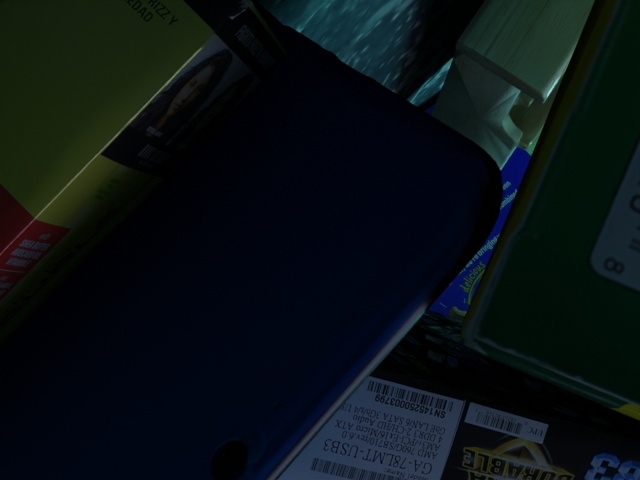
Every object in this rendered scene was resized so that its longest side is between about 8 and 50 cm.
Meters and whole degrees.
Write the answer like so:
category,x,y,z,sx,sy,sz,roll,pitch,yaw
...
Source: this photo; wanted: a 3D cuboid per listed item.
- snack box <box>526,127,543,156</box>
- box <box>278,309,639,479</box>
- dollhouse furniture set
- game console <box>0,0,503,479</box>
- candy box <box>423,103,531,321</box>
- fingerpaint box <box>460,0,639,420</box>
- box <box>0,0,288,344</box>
category,x,y,z,sx,sy,sz,roll,pitch,yaw
snack box,0.226,-0.094,1.251,0.322,0.187,0.060,-43,173,-9
box,0.074,0.089,0.683,0.073,0.293,0.295,-70,-161,4
dollhouse furniture set,0.292,-0.061,0.892,0.362,0.394,0.256,-55,174,-10
game console,-0.067,0.065,0.497,0.293,0.173,0.250,-48,162,0
candy box,0.134,0.056,1.067,0.268,0.317,0.122,-36,171,-40
fingerpaint box,0.212,-0.136,0.472,0.371,0.163,0.445,33,80,-82
box,-0.115,-0.004,0.398,0.232,0.058,0.087,-44,174,2
